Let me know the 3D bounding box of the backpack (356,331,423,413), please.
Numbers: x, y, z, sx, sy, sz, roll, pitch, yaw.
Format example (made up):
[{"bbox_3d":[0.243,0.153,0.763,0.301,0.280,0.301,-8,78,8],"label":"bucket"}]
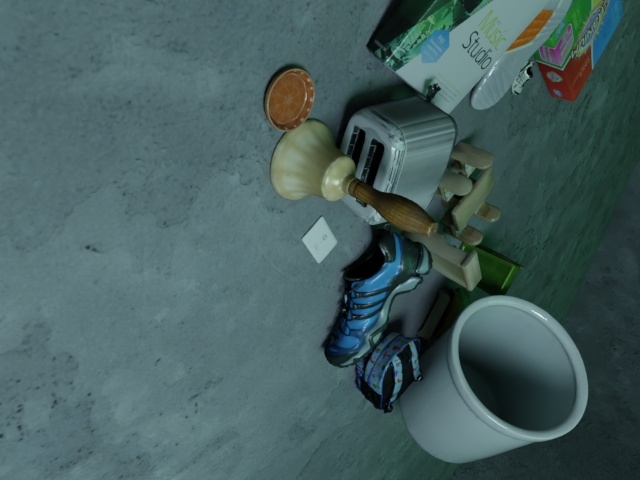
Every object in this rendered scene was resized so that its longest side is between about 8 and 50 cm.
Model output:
[{"bbox_3d":[0.161,0.290,1.176,0.158,0.116,0.173,-35,139,-28],"label":"backpack"}]

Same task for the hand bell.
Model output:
[{"bbox_3d":[0.055,-0.068,0.677,0.126,0.242,0.126,-29,135,-34],"label":"hand bell"}]

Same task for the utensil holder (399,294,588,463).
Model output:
[{"bbox_3d":[0.406,0.368,1.262,0.327,0.327,0.386,-35,161,-29],"label":"utensil holder"}]

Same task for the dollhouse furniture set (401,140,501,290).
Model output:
[{"bbox_3d":[0.318,-0.043,1.077,0.242,0.161,0.212,-50,143,-12],"label":"dollhouse furniture set"}]

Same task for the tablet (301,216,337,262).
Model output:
[{"bbox_3d":[0.000,0.000,0.864,0.054,0.006,0.083,-49,144,-13],"label":"tablet"}]

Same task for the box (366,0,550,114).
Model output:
[{"bbox_3d":[0.244,-0.364,0.757,0.322,0.058,0.232,-50,148,21],"label":"box"}]

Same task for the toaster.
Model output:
[{"bbox_3d":[0.114,-0.129,0.790,0.146,0.129,0.227,-21,141,-37],"label":"toaster"}]

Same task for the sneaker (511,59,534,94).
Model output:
[{"bbox_3d":[0.447,-0.357,1.105,0.032,0.037,0.083,-37,141,-29],"label":"sneaker"}]

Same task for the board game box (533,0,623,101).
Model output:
[{"bbox_3d":[0.585,-0.496,1.143,0.316,0.064,0.242,17,102,-54],"label":"board game box"}]

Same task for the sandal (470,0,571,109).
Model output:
[{"bbox_3d":[0.361,-0.381,0.964,0.101,0.076,0.265,2,136,-35],"label":"sandal"}]

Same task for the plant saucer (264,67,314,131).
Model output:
[{"bbox_3d":[-0.042,-0.188,0.668,0.083,0.013,0.084,-30,136,-33],"label":"plant saucer"}]

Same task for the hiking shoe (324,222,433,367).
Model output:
[{"bbox_3d":[0.080,0.108,0.985,0.132,0.113,0.304,29,100,-24],"label":"hiking shoe"}]

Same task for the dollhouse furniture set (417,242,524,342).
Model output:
[{"bbox_3d":[0.421,0.173,1.369,0.197,0.151,0.302,12,107,-53],"label":"dollhouse furniture set"}]
